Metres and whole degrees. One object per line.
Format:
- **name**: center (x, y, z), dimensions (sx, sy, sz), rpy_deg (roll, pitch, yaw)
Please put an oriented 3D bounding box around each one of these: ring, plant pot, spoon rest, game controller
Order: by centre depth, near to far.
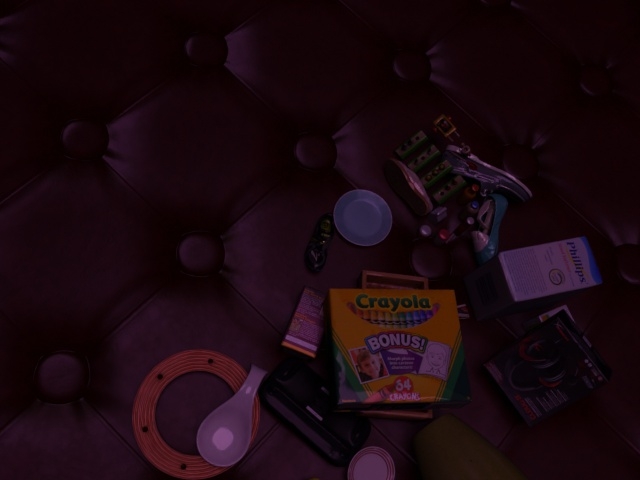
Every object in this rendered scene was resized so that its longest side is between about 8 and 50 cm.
- **spoon rest**: center (-0.221, 0.450, 1.694), dimensions (0.137, 0.084, 0.276), rpy_deg (26, 69, 0)
- **plant pot**: center (0.377, 0.618, 1.712), dimensions (0.274, 0.275, 0.294), rpy_deg (-26, 61, -19)
- **ring**: center (-0.329, 0.459, 1.735), dimensions (0.336, 0.032, 0.337), rpy_deg (3, 71, -9)
- **game controller**: center (-0.012, 0.467, 1.786), dimensions (0.319, 0.067, 0.166), rpy_deg (40, 54, 4)

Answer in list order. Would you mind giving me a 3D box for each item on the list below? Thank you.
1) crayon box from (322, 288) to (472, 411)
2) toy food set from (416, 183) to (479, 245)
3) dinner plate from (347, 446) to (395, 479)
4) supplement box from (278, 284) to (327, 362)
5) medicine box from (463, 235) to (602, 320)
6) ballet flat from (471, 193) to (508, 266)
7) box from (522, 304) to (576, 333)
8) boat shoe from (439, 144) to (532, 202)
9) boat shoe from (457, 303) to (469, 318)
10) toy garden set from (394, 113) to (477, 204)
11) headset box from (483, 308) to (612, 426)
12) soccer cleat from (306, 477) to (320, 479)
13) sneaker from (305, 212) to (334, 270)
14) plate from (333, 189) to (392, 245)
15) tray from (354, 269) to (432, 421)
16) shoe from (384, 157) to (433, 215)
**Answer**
- **crayon box**: center (0.200, 0.292, 1.755), dimensions (0.362, 0.106, 0.313), rpy_deg (1, 65, -11)
- **toy food set**: center (0.416, -0.073, 2.032), dimensions (0.232, 0.104, 0.111), rpy_deg (-33, 80, -20)
- **dinner plate**: center (0.136, 0.629, 1.758), dimensions (0.141, 0.017, 0.141), rpy_deg (3, 82, -20)
- **supplement box**: center (-0.036, 0.236, 1.844), dimensions (0.104, 0.081, 0.188), rpy_deg (22, 68, -2)
- **medicine box**: center (0.617, 0.117, 1.916), dimensions (0.289, 0.263, 0.149), rpy_deg (-10, 73, -14)
- **ballet flat**: center (0.515, -0.035, 2.033), dimensions (0.087, 0.083, 0.247), rpy_deg (22, 78, -23)
- **box**: center (0.714, 0.313, 1.946), dimensions (0.103, 0.114, 0.203), rpy_deg (-19, 76, -16)
- **boat shoe**: center (0.528, -0.193, 2.107), dimensions (0.319, 0.116, 0.099), rpy_deg (30, 85, 2)
- **boat shoe**: center (0.384, 0.227, 1.950), dimensions (0.137, 0.049, 0.043), rpy_deg (-12, 75, -20)
- **toy garden set**: center (0.381, -0.269, 2.057), dimensions (0.203, 0.049, 0.244), rpy_deg (-38, 67, 6)
- **headset box**: center (0.629, 0.369, 1.840), dimensions (0.218, 0.293, 0.110), rpy_deg (55, 28, 12)
- **soccer cleat**: center (-0.119, 0.698, 1.657), dimensions (0.289, 0.093, 0.121), rpy_deg (-39, 75, -21)
- **sneaker**: center (0.000, 0.000, 1.939), dimensions (0.067, 0.078, 0.188), rpy_deg (17, 69, -4)
- **plate**: center (0.130, -0.069, 2.019), dimensions (0.188, 0.024, 0.188), rpy_deg (4, 69, -10)
- **tray**: center (0.206, 0.297, 1.856), dimensions (0.202, 0.076, 0.411), rpy_deg (7, 63, -8)
- **shoe**: center (0.281, -0.173, 2.066), dimensions (0.058, 0.076, 0.219), rpy_deg (-21, 72, -43)
